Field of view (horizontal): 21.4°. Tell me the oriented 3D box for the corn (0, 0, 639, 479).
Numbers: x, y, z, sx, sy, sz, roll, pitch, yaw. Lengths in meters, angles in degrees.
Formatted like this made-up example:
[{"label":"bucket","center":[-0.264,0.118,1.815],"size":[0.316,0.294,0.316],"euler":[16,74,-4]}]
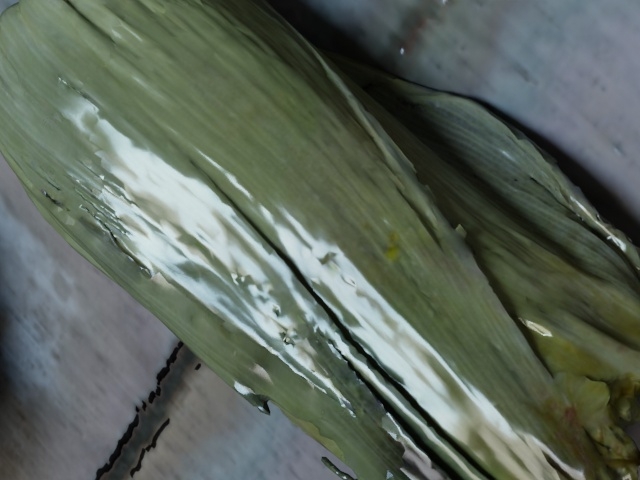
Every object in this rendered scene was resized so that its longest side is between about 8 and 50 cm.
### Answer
[{"label":"corn","center":[-0.001,-0.001,0.639],"size":[0.305,0.123,0.122],"euler":[37,127,19]}]
